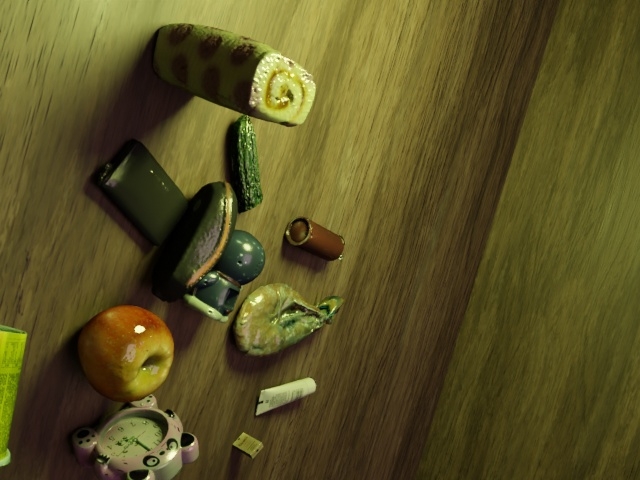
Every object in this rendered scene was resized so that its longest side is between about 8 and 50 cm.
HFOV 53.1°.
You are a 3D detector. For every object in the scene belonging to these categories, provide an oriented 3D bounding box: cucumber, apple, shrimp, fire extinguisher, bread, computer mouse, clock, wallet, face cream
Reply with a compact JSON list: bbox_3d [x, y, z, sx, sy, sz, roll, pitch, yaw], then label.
[{"bbox_3d":[-0.198,-0.197,1.677,0.077,0.077,0.265,-32,127,-42],"label":"cucumber"},{"bbox_3d":[-0.444,0.254,1.453,0.210,0.173,0.235,-35,140,-46],"label":"apple"},{"bbox_3d":[-0.098,0.231,1.984,0.446,0.110,0.221,-8,102,-48],"label":"shrimp"},{"bbox_3d":[0.000,0.000,2.014,0.269,0.105,0.104,25,84,-54],"label":"fire extinguisher"},{"bbox_3d":[-0.191,-0.364,1.381,0.187,0.338,0.155,5,107,-54],"label":"bread"},{"bbox_3d":[-0.290,0.008,1.542,0.116,0.183,0.323,32,79,-25],"label":"computer mouse"},{"bbox_3d":[-0.244,0.087,1.675,0.243,0.146,0.199,-60,154,-9],"label":"clock"},{"bbox_3d":[-0.399,-0.110,1.461,0.149,0.044,0.250,-58,143,-25],"label":"wallet"},{"bbox_3d":[-0.428,0.481,1.502,0.227,0.248,0.090,-30,130,-44],"label":"clock"},{"bbox_3d":[-0.114,0.508,2.114,0.244,0.058,0.092,-6,115,-47],"label":"face cream"}]

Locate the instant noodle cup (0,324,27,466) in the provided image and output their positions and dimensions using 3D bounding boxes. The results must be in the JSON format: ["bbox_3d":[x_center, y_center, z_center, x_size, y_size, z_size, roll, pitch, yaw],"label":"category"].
[{"bbox_3d":[-0.653,0.238,1.080,0.311,0.311,0.221,29,70,-55],"label":"instant noodle cup"}]

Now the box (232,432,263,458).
[{"bbox_3d":[-0.225,0.637,1.988,0.053,0.083,0.024,-43,131,-34],"label":"box"}]
